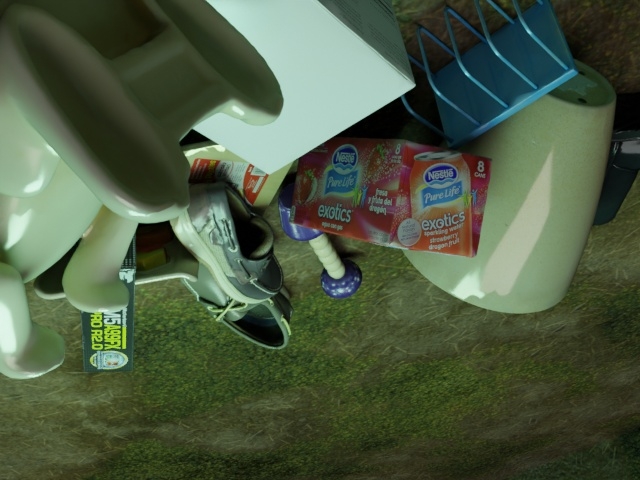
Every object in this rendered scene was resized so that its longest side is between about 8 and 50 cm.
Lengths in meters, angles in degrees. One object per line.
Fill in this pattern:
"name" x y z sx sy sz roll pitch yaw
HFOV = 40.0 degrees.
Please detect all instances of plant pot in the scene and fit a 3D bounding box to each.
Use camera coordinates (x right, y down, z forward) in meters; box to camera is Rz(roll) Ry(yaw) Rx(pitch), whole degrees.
"plant pot" 0.256 -0.094 1.127 0.257 0.256 0.274 2 131 -19

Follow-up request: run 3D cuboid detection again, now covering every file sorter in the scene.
"file sorter" 0.178 -0.209 1.002 0.170 0.118 0.105 -32 139 31

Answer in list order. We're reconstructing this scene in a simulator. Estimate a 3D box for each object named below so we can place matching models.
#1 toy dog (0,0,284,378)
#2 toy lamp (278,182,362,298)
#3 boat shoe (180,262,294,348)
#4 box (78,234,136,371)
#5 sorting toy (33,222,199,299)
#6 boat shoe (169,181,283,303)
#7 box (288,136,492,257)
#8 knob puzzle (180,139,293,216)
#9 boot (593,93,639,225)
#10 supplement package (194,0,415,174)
"toy dog" -0.304 -0.063 0.708 0.395 0.284 0.408 43 120 -16
"toy lamp" 0.000 0.000 1.327 0.080 0.080 0.274 -16 151 9
"boat shoe" -0.133 0.088 1.411 0.109 0.091 0.305 -22 147 18
"box" -0.247 -0.014 1.026 0.060 0.270 0.216 0 142 -14
"sorting toy" -0.272 0.021 1.207 0.208 0.193 0.038 -6 109 -4
"boat shoe" -0.109 0.006 1.227 0.092 0.102 0.285 -11 147 19
"box" 0.077 -0.059 1.088 0.128 0.122 0.257 8 -177 -29
"knob puzzle" -0.152 -0.087 1.178 0.213 0.029 0.213 -5 153 -3
"boot" 0.444 -0.110 1.256 0.247 0.094 0.207 -1 144 -3
"supplement package" -0.068 -0.216 0.888 0.204 0.145 0.262 -29 144 27
